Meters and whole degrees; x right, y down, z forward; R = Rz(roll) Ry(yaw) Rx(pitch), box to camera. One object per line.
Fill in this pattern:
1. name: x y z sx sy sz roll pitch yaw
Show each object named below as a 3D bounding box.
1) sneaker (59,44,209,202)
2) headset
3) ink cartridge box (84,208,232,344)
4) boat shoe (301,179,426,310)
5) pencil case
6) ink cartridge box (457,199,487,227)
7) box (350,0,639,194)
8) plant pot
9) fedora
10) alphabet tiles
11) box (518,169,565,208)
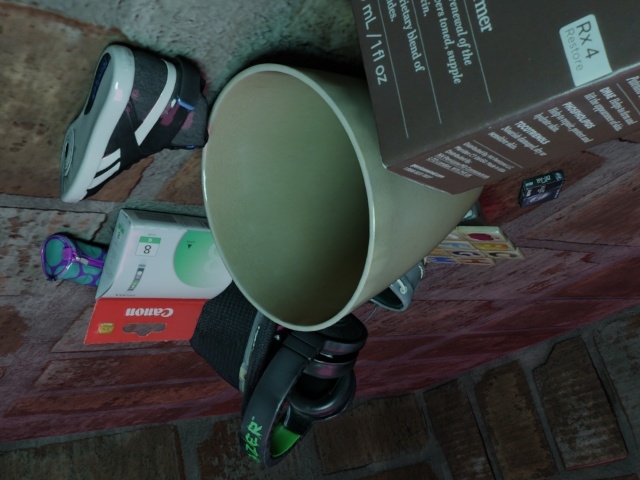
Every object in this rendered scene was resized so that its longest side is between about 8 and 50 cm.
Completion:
1. sneaker: -0.184 -0.098 0.633 0.121 0.079 0.217 5 150 -35
2. headset: -0.020 0.186 1.046 0.394 0.185 0.243 -44 153 -40
3. ink cartridge box: -0.225 0.069 0.901 0.181 0.056 0.225 5 115 -39
4. boat shoe: 0.000 0.000 0.820 0.319 0.099 0.116 24 154 -19
5. pencil case: -0.322 0.038 0.897 0.070 0.065 0.151 3 170 33
6. ink cartridge box: 0.184 -0.067 0.894 0.056 0.099 0.135 -22 155 23
7. box: 0.215 -0.184 0.442 0.381 0.191 0.143 -20 163 32
8. plant pot: 0.053 -0.065 0.683 0.274 0.257 0.256 -17 165 -41
9. fedora: -0.130 0.144 1.085 0.152 0.334 0.334 19 159 8
10. alphabet tiles: 0.127 0.002 0.970 0.342 0.011 0.285 1 166 29
11. box: 0.378 -0.087 1.066 0.067 0.018 0.083 -16 158 4
